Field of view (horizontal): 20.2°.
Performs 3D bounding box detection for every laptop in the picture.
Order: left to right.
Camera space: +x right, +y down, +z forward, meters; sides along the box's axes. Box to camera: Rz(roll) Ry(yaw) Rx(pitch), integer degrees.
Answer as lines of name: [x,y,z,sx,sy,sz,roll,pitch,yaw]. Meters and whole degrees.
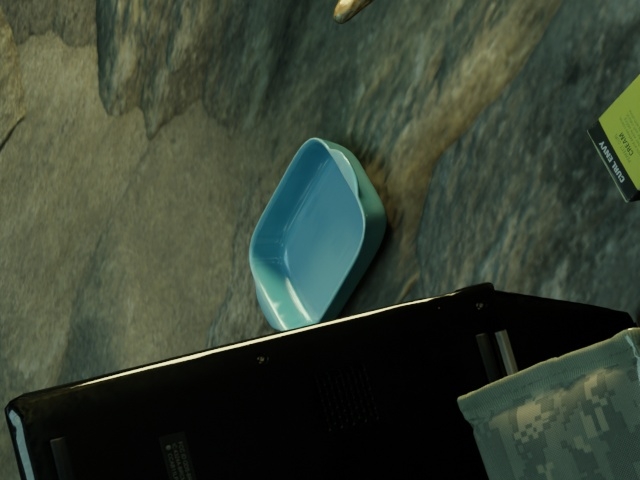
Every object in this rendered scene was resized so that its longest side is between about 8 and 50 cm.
laptop: [0.073,0.241,0.997,0.236,0.408,0.381,112,144,-73]

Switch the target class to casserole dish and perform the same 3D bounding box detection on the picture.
casserole dish: [0.000,0.000,1.456,0.114,0.037,0.188,61,140,30]

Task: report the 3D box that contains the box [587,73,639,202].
box: [0.253,-0.111,1.015,0.232,0.087,0.058,-51,57,46]

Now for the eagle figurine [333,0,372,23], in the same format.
eagle figurine: [0.125,-0.280,1.097,0.298,0.225,0.226,144,125,-65]

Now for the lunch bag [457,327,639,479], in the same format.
lunch bag: [0.249,0.142,0.886,0.169,0.287,0.235,-30,75,53]
